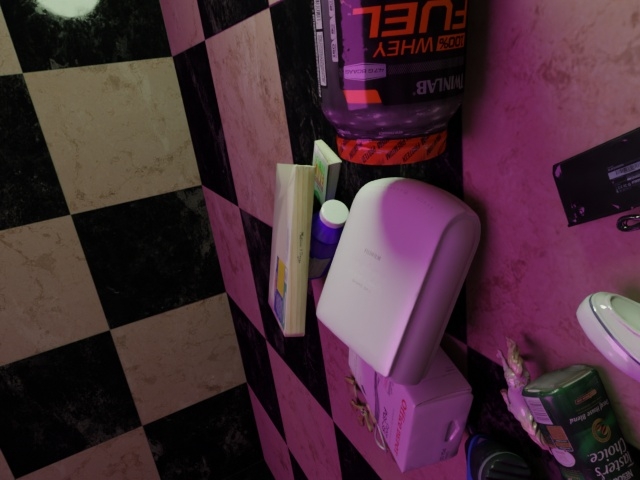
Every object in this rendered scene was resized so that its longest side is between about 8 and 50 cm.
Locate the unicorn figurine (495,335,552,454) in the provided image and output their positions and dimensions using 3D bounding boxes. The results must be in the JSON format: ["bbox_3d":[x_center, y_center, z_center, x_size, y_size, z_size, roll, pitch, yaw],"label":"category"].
[{"bbox_3d":[0.301,0.233,0.668,0.162,0.060,0.111,58,-167,-12],"label":"unicorn figurine"}]

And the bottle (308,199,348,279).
[{"bbox_3d":[0.000,0.000,1.156,0.283,0.092,0.118,118,138,-59],"label":"bottle"}]

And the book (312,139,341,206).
[{"bbox_3d":[0.008,-0.161,1.116,0.144,0.035,0.096,97,151,-46],"label":"book"}]

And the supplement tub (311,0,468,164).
[{"bbox_3d":[0.093,-0.288,0.616,0.207,0.207,0.338,36,138,54],"label":"supplement tub"}]

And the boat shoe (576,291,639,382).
[{"bbox_3d":[0.380,0.121,0.427,0.258,0.095,0.084,40,138,34],"label":"boat shoe"}]

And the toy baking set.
[{"bbox_3d":[0.144,0.477,1.255,0.256,0.030,0.197,36,140,55],"label":"toy baking set"}]

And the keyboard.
[{"bbox_3d":[0.334,-0.060,0.475,0.180,0.023,0.108,148,110,-67],"label":"keyboard"}]

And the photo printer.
[{"bbox_3d":[0.125,0.047,0.779,0.256,0.107,0.308,32,106,55],"label":"photo printer"}]

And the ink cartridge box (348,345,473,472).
[{"bbox_3d":[0.161,0.269,0.905,0.283,0.117,0.207,-121,26,-53],"label":"ink cartridge box"}]

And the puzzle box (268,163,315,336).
[{"bbox_3d":[-0.081,0.008,1.168,0.272,0.052,0.409,-144,57,-71],"label":"puzzle box"}]

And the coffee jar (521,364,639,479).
[{"bbox_3d":[0.343,0.264,0.581,0.184,0.096,0.079,68,159,8],"label":"coffee jar"}]

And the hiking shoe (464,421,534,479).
[{"bbox_3d":[0.328,0.476,0.782,0.132,0.113,0.304,-116,13,-81],"label":"hiking shoe"}]
